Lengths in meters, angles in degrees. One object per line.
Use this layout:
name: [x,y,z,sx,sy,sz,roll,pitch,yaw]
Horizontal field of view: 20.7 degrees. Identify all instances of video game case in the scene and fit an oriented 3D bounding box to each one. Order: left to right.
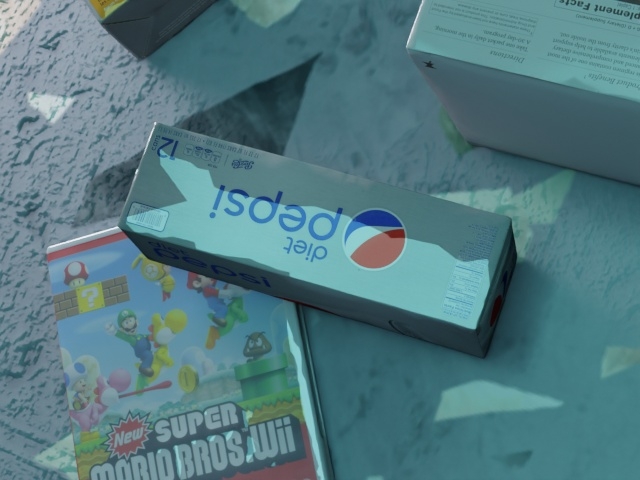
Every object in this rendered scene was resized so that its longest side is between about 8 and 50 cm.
video game case: [-0.105,0.114,1.387,0.204,0.025,0.285,-16,71,14]

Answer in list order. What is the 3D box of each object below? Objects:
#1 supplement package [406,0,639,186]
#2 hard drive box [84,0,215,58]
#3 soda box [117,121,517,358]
supplement package: [0.225,-0.134,1.247,0.262,0.204,0.145,17,79,21]
hard drive box: [-0.158,-0.302,1.482,0.181,0.089,0.232,-39,67,5]
soda box: [0.000,0.000,1.323,0.286,0.098,0.091,16,77,13]
